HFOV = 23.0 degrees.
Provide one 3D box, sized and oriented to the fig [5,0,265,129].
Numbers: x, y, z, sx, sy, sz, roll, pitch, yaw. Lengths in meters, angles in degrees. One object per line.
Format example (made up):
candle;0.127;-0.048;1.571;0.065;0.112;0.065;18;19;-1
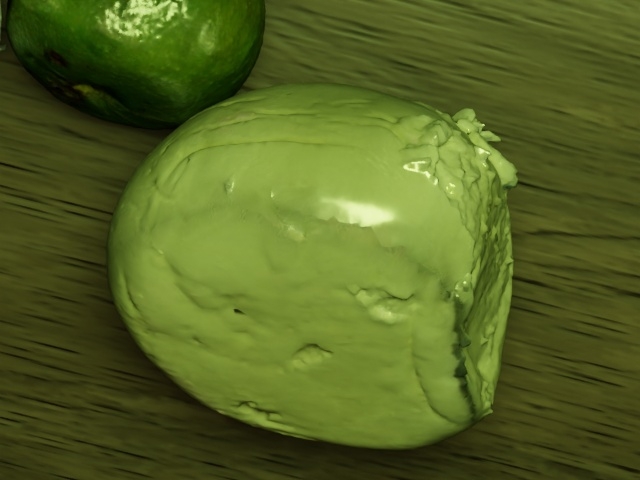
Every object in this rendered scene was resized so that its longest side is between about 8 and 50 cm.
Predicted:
fig;-0.130;-0.218;1.247;0.203;0.203;0.235;20;77;-3

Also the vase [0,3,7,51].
vase;-0.408;-0.325;1.188;0.250;0.250;0.445;-15;102;7

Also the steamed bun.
steamed bun;0.000;0.000;1.237;0.311;0.233;0.334;10;143;10
